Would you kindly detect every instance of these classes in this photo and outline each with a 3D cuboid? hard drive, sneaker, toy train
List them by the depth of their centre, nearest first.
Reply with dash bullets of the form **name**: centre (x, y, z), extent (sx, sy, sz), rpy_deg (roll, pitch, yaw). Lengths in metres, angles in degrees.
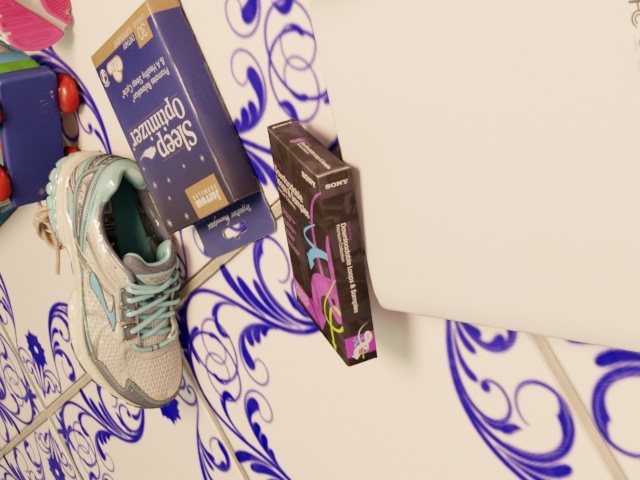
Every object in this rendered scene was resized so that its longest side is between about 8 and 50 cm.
- **hard drive**: centre (0.144, -0.052, 0.558), extent (0.353, 0.047, 0.233), rpy_deg (5, 114, 50)
- **sneaker**: centre (-0.341, -0.310, 0.966), extent (0.111, 0.103, 0.252), rpy_deg (8, 115, 47)
- **sneaker**: centre (-0.196, 0.047, 0.991), extent (0.122, 0.110, 0.283), rpy_deg (0, 110, 48)
- **toy train**: centre (-0.338, -0.096, 1.099), extent (0.143, 0.105, 0.248), rpy_deg (43, 140, 43)

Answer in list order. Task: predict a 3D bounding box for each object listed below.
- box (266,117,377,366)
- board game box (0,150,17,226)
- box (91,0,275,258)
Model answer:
- **box**: centre (0.000, 0.000, 0.742), extent (0.116, 0.029, 0.162), rpy_deg (-133, 31, -58)
- **board game box**: centre (-0.498, -0.178, 1.259), extent (0.253, 0.079, 0.336), rpy_deg (-28, 88, 54)
- **box**: centre (-0.127, -0.092, 0.885), extent (0.136, 0.036, 0.225), rpy_deg (-22, 94, 54)
